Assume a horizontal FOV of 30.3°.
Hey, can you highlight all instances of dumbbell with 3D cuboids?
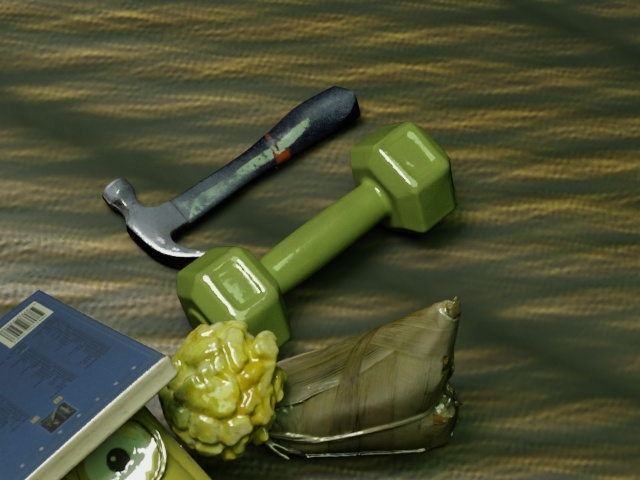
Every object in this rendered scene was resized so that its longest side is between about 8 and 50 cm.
[{"bbox_3d":[0.000,0.000,1.167,0.302,0.108,0.121,-38,76,-21],"label":"dumbbell"}]

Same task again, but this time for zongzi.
[{"bbox_3d":[0.034,0.118,1.069,0.194,0.197,0.099,-4,48,-5],"label":"zongzi"}]

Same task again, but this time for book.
[{"bbox_3d":[-0.259,0.135,1.022,0.191,0.025,0.269,-42,31,-22],"label":"book"}]

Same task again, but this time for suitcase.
[{"bbox_3d":[-0.180,0.250,1.008,0.194,0.143,0.235,-39,74,-21],"label":"suitcase"}]

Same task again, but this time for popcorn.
[{"bbox_3d":[-0.086,0.132,1.041,0.116,0.106,0.121,-14,81,-25],"label":"popcorn"}]

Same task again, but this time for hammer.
[{"bbox_3d":[-0.069,-0.074,1.234,0.289,0.037,0.137,-35,73,-20],"label":"hammer"}]
